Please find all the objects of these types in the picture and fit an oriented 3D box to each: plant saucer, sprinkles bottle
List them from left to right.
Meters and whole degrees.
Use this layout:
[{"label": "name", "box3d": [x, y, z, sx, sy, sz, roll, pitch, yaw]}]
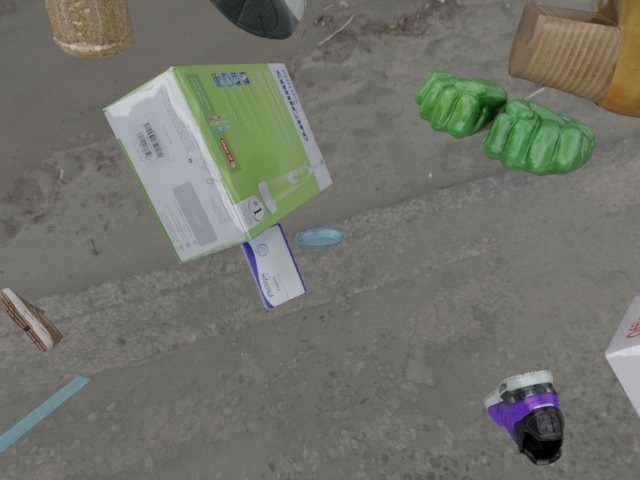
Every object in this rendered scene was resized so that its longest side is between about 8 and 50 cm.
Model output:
[{"label": "plant saucer", "box3d": [-0.378, 0.239, 0.585, 0.018, 0.067, 0.192, 50, 45, -4]}, {"label": "sprinkles bottle", "box3d": [-0.333, -0.432, 0.610, 0.121, 0.355, 0.121, 3, 45, -3]}, {"label": "plant saucer", "box3d": [0.000, 0.000, 1.136, 0.119, 0.119, 0.021, -8, 110, -11]}]

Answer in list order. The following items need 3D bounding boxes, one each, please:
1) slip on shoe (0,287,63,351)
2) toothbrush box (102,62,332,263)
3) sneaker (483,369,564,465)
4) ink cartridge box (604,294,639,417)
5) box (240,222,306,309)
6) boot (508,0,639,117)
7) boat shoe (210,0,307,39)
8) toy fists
[{"label": "slip on shoe", "box3d": [-0.526, 0.139, 0.858, 0.135, 0.051, 0.041, 55, 38, -10]}, {"label": "toothbrush box", "box3d": [-0.115, -0.123, 0.653, 0.122, 0.283, 0.206, -17, 103, 28]}, {"label": "sneaker", "box3d": [0.394, 0.356, 0.904, 0.102, 0.293, 0.146, -13, 59, 5]}, {"label": "ink cartridge box", "box3d": [0.433, 0.080, 0.419, 0.198, 0.273, 0.114, -16, 76, -48]}, {"label": "box", "box3d": [-0.085, 0.046, 0.815, 0.072, 0.137, 0.126, -22, 89, -10]}, {"label": "boot", "box3d": [0.273, -0.218, 0.299, 0.211, 0.295, 0.104, 10, 43, 2]}, {"label": "boat shoe", "box3d": [-0.084, -0.287, 0.313, 0.118, 0.320, 0.103, 19, 74, 33]}, {"label": "toy fists", "box3d": [0.273, -0.184, 0.719, 0.142, 0.096, 0.279, -22, 50, -37]}]
